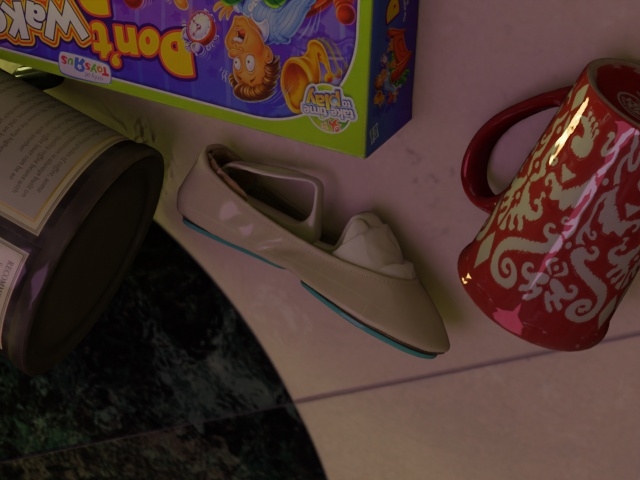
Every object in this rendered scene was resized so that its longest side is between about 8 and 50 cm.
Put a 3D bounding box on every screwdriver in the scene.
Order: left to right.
[{"bbox_3d":[-0.277,-0.133,1.232,0.170,0.025,0.024,-1,116,42],"label":"screwdriver"}]

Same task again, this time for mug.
[{"bbox_3d":[0.161,-0.035,0.950,0.150,0.113,0.169,33,125,10],"label":"mug"}]

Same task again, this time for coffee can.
[{"bbox_3d":[-0.292,-0.047,1.147,0.275,0.201,0.201,29,128,8],"label":"coffee can"}]

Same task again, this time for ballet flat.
[{"bbox_3d":[0.000,0.000,1.095,0.248,0.086,0.086,29,128,17],"label":"ballet flat"}]

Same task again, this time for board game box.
[{"bbox_3d":[-0.098,-0.216,1.028,0.347,0.078,0.233,17,124,24],"label":"board game box"}]
